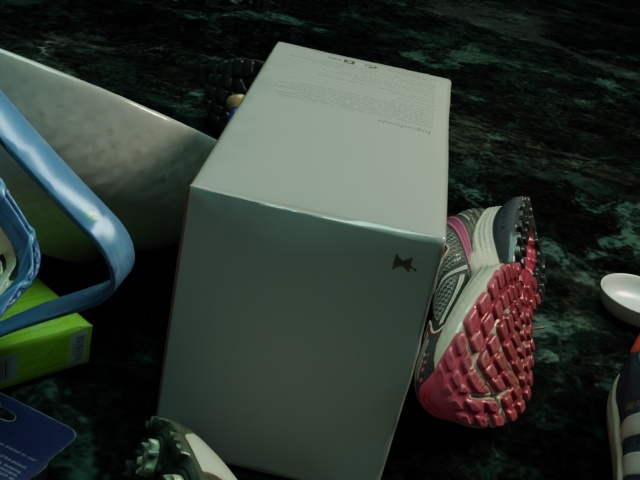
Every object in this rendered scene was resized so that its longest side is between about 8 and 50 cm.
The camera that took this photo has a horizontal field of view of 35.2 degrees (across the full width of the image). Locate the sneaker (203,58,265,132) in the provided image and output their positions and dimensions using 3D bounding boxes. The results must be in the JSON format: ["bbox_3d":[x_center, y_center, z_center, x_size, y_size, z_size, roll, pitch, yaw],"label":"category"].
[{"bbox_3d":[-0.007,-0.141,1.243,0.283,0.107,0.124,22,9,18],"label":"sneaker"}]

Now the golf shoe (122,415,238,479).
[{"bbox_3d":[-0.032,0.209,0.556,0.120,0.105,0.273,10,29,-39],"label":"golf shoe"}]

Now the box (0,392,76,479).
[{"bbox_3d":[-0.263,0.157,0.598,0.136,0.036,0.225,21,30,17],"label":"box"}]

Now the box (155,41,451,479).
[{"bbox_3d":[0.000,0.000,0.817,0.168,0.215,0.345,13,26,1],"label":"box"}]

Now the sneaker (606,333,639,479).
[{"bbox_3d":[0.280,0.152,0.713,0.131,0.148,0.350,11,27,-2],"label":"sneaker"}]

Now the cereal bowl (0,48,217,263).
[{"bbox_3d":[-0.249,-0.073,0.873,0.339,0.141,0.339,22,1,0],"label":"cereal bowl"}]

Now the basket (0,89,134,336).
[{"bbox_3d":[-0.279,-0.031,0.601,0.289,0.254,0.201,-21,22,37],"label":"basket"}]

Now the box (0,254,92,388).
[{"bbox_3d":[-0.274,0.050,0.792,0.109,0.042,0.178,-14,36,-43],"label":"box"}]

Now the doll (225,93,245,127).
[{"bbox_3d":[-0.080,-0.092,1.115,0.129,0.046,0.189,-10,43,8],"label":"doll"}]

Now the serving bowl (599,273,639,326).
[{"bbox_3d":[0.323,0.066,1.029,0.083,0.027,0.083,10,27,-5],"label":"serving bowl"}]

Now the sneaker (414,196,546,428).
[{"bbox_3d":[0.127,0.064,0.883,0.112,0.120,0.299,-10,21,22],"label":"sneaker"}]
